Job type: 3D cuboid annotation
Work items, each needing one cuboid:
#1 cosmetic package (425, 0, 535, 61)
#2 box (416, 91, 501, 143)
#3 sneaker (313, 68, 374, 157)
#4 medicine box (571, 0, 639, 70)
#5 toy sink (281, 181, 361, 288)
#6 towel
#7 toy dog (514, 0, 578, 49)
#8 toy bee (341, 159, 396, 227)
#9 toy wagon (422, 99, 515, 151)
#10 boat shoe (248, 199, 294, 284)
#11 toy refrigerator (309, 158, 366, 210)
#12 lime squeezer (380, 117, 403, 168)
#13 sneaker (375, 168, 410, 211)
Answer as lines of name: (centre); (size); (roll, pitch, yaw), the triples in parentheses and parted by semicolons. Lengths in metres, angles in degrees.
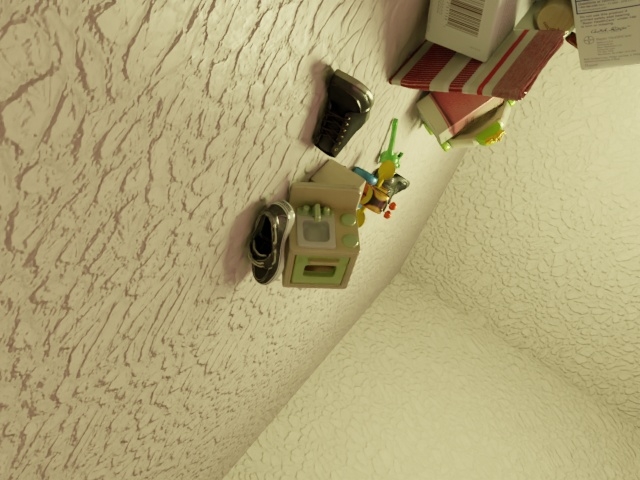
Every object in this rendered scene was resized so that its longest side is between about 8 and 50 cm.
cosmetic package: (0.423, -0.639, 1.288); (0.453, 0.161, 0.230); (-50, 157, -25)
box: (0.425, -0.420, 1.750); (0.232, 0.127, 0.148); (-35, 171, 12)
sneaker: (0.038, -0.232, 1.101); (0.118, 0.083, 0.222); (-55, 168, -4)
medicine box: (0.673, -0.588, 1.305); (0.289, 0.149, 0.263); (56, 49, -44)
toy sink: (0.000, 0.000, 1.254); (0.234, 0.153, 0.131); (106, -16, -54)
towel: (0.350, -0.406, 1.313); (0.237, 0.329, 0.037); (-49, 137, -25)
toy dog: (0.523, -0.513, 1.459); (0.220, 0.161, 0.333); (-46, -157, -17)
toy bee: (0.128, -0.109, 1.536); (0.298, 0.162, 0.195); (-38, 159, -53)
toy wagon: (0.496, -0.390, 1.865); (0.267, 0.344, 0.068); (-35, 130, 11)
boat shoe: (-0.115, 0.014, 1.168); (0.070, 0.078, 0.219); (-35, 152, -44)
toy refrigerator: (0.019, -0.059, 1.393); (0.094, 0.102, 0.269); (-48, 164, -33)
lime squeezer: (0.215, -0.264, 1.746); (0.310, 0.059, 0.110); (37, 56, -75)
sneaker: (0.214, -0.164, 1.872); (0.130, 0.087, 0.227); (-59, 163, 19)
